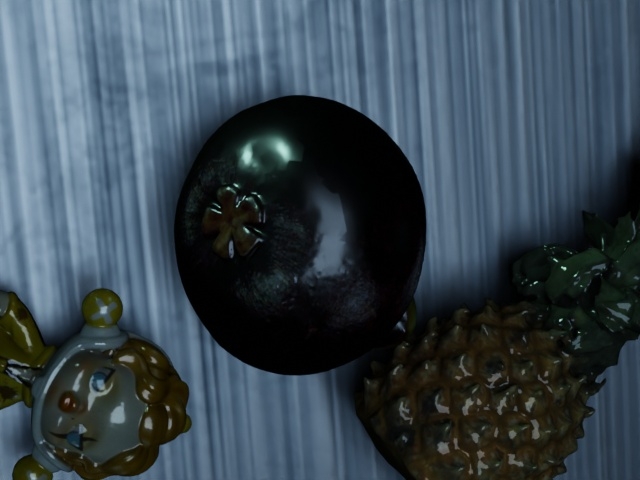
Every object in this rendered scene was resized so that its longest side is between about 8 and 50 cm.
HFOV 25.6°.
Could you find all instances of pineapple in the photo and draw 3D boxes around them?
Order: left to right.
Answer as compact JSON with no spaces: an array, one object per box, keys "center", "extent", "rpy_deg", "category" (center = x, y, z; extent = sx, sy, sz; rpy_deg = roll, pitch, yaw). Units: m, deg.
[{"center":[0.147,0.035,0.748],"extent":[0.277,0.130,0.119],"rpy_deg":[-40,77,-4],"category":"pineapple"}]

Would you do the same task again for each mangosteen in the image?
[{"center":[0.000,0.000,0.700],"extent":[0.151,0.137,0.137],"rpy_deg":[13,96,-51],"category":"mangosteen"}]

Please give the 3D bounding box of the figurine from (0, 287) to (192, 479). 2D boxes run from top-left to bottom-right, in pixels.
[{"center":[-0.137,0.073,0.699],"extent":[0.143,0.068,0.101],"rpy_deg":[-1,95,-3],"category":"figurine"}]
